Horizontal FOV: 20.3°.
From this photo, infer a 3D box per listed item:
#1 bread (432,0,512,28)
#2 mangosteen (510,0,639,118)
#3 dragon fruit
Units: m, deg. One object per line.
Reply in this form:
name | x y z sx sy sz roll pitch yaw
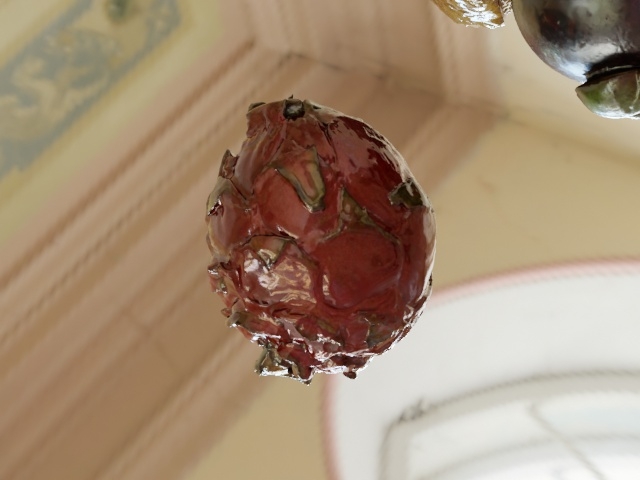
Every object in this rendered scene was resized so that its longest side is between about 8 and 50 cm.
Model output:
bread | 0.169 -0.384 2.278 0.146 0.268 0.268 -43 -34 2
mangosteen | 0.365 -0.286 2.078 0.300 0.300 0.300 -33 -46 -43
dragon fruit | 0.000 0.000 2.093 0.277 0.277 0.342 12 -95 -58
